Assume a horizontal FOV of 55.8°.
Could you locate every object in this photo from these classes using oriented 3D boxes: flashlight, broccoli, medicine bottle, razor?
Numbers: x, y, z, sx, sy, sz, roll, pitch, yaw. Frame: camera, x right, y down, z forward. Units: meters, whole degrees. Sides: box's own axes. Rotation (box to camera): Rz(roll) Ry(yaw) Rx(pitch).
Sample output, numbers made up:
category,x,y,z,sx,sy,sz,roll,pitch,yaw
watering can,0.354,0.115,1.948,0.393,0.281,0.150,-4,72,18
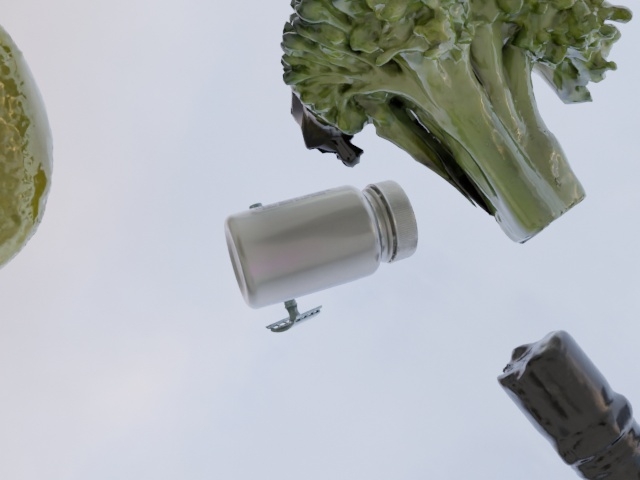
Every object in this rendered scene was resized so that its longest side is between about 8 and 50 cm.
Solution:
category,x,y,z,sx,sy,sz,roll,pitch,yaw
flashlight,0.362,0.286,0.657,0.103,0.103,0.424,-40,-98,14
broccoli,0.104,-0.111,0.453,0.247,0.263,0.243,-33,-99,32
medicine bottle,0.000,0.000,0.639,0.187,0.102,0.102,-16,-116,-15
razor,-0.080,0.044,1.088,0.068,0.106,0.231,-22,-95,26

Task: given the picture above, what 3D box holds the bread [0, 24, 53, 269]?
category,x,y,z,sx,sy,sz,roll,pitch,yaw
bread,-0.334,-0.070,0.431,0.148,0.270,0.269,16,-96,50
